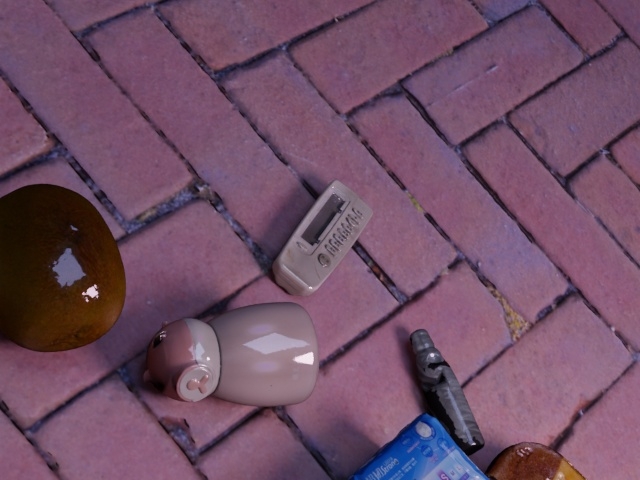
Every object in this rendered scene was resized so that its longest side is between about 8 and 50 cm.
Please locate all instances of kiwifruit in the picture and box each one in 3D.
[{"bbox_3d":[-0.364,0.032,1.907,0.196,0.196,0.234,1,52,-32],"label":"kiwifruit"}]

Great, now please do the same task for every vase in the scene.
[{"bbox_3d":[0.187,0.232,2.206,0.060,0.060,0.211,-6,61,-35],"label":"vase"}]

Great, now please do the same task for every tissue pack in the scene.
[{"bbox_3d":[0.110,0.397,1.979,0.198,0.146,0.263,48,48,8],"label":"tissue pack"}]

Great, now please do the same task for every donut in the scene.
[{"bbox_3d":[0.334,0.399,2.165,0.217,0.085,0.141,41,46,-2],"label":"donut"}]

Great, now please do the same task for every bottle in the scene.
[{"bbox_3d":[-0.133,0.164,1.997,0.236,0.147,0.147,-2,60,-25],"label":"bottle"}]

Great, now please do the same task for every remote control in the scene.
[{"bbox_3d":[0.001,-0.001,2.256,0.090,0.049,0.230,39,47,-2],"label":"remote control"}]
